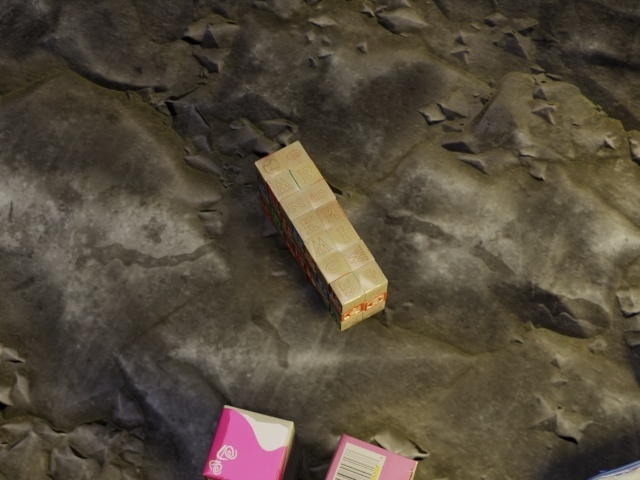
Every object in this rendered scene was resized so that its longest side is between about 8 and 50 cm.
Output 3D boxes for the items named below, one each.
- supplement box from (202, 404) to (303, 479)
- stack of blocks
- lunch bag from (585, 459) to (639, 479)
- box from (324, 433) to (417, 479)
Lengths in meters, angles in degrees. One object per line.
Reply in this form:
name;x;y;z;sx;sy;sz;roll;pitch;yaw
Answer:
supplement box;-0.098;0.343;1.601;0.113;0.220;0.111;14;66;8
stack of blocks;0.000;0.000;1.781;0.087;0.171;0.297;-28;68;-10
lunch bag;0.533;0.428;1.570;0.303;0.115;0.243;-16;55;-7
box;0.049;0.428;1.545;0.117;0.243;0.214;19;68;10
